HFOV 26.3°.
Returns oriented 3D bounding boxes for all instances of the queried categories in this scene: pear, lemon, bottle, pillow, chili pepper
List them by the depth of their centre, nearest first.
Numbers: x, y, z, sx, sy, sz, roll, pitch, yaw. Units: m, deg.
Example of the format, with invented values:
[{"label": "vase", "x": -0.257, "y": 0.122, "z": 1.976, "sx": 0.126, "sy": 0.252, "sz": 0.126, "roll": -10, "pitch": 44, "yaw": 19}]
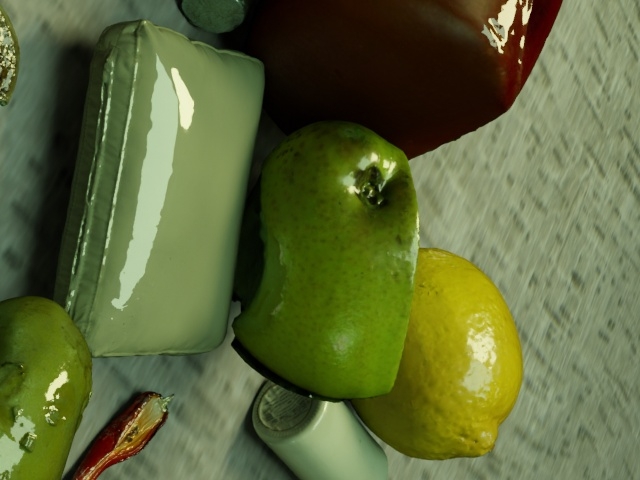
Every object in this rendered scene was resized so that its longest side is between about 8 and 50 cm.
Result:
[{"label": "pillow", "x": -0.153, "y": -0.044, "z": 1.360, "sx": 0.255, "sy": 0.120, "sz": 0.322, "roll": 7, "pitch": 92, "yaw": -62}, {"label": "chili pepper", "x": -0.213, "y": 0.214, "z": 1.420, "sx": 0.178, "sy": 0.027, "sz": 0.045, "roll": -48, "pitch": 129, "yaw": -38}, {"label": "pear", "x": 0.000, "y": 0.000, "z": 1.442, "sx": 0.159, "sy": 0.292, "sz": 0.292, "roll": 5, "pitch": 94, "yaw": -16}, {"label": "bottle", "x": 0.013, "y": 0.259, "z": 1.682, "sx": 0.245, "sy": 0.104, "sz": 0.104, "roll": 53, "pitch": 55, "yaw": -45}, {"label": "lemon", "x": 0.133, "y": 0.138, "z": 1.705, "sx": 0.263, "sy": 0.236, "sz": 0.236, "roll": -107, "pitch": 179, "yaw": -57}]

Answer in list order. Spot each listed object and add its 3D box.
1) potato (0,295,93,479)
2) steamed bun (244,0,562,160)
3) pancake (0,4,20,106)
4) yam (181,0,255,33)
[{"label": "potato", "x": -0.283, "y": 0.166, "z": 1.179, "sx": 0.148, "sy": 0.186, "sz": 0.253, "roll": 34, "pitch": 73, "yaw": -25}, {"label": "steamed bun", "x": 0.070, "y": -0.243, "z": 1.462, "sx": 0.248, "sy": 0.379, "sz": 0.235, "roll": 36, "pitch": 63, "yaw": -18}, {"label": "pancake", "x": -0.314, "y": -0.168, "z": 1.200, "sx": 0.129, "sy": 0.022, "sz": 0.116, "roll": -24, "pitch": 117, "yaw": -55}, {"label": "yam", "x": -0.082, "y": -0.307, "z": 1.450, "sx": 0.078, "sy": 0.078, "sz": 0.179, "roll": 49, "pitch": 59, "yaw": -47}]
